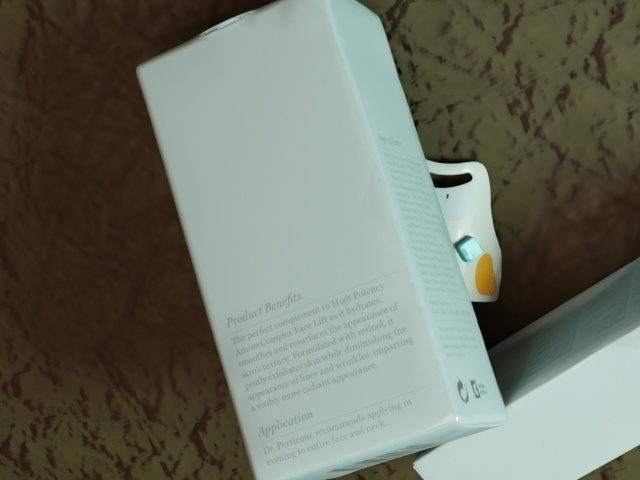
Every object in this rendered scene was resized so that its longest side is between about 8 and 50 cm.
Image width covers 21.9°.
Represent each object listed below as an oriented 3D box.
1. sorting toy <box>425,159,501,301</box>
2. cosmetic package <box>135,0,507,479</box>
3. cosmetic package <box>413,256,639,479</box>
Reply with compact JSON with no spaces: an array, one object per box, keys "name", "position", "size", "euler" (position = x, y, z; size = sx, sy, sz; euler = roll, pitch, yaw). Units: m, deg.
[{"name":"sorting toy","position":[0.059,-0.009,0.903],"size":[0.083,0.045,0.075],"euler":[9,94,11]},{"name":"cosmetic package","position":[0.000,0.000,0.845],"size":[0.117,0.085,0.231],"euler":[-20,77,21]},{"name":"cosmetic package","position":[0.164,0.059,0.866],"size":[0.239,0.099,0.060],"euler":[-34,99,24]}]
